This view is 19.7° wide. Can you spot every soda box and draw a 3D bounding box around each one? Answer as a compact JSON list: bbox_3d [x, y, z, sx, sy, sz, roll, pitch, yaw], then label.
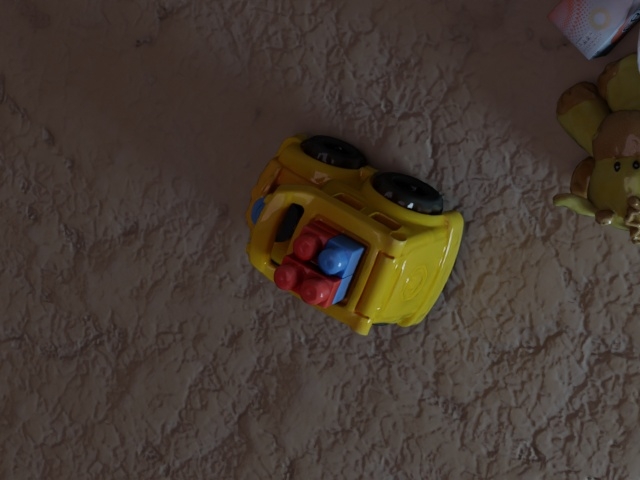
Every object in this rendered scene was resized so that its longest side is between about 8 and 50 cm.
[{"bbox_3d":[0.300,-0.255,1.735,0.063,0.058,0.183,48,116,12],"label":"soda box"}]

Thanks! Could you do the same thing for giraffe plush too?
[{"bbox_3d":[0.296,-0.066,1.708,0.181,0.170,0.210,-29,86,28],"label":"giraffe plush"}]

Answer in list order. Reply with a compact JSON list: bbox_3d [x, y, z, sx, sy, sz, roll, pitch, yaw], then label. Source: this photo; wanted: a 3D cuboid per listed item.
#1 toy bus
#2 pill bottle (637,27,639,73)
[{"bbox_3d":[0.000,0.000,1.848,0.220,0.211,0.149,30,113,21],"label":"toy bus"},{"bbox_3d":[0.450,-0.167,1.601,0.323,0.181,0.181,16,106,21],"label":"pill bottle"}]
